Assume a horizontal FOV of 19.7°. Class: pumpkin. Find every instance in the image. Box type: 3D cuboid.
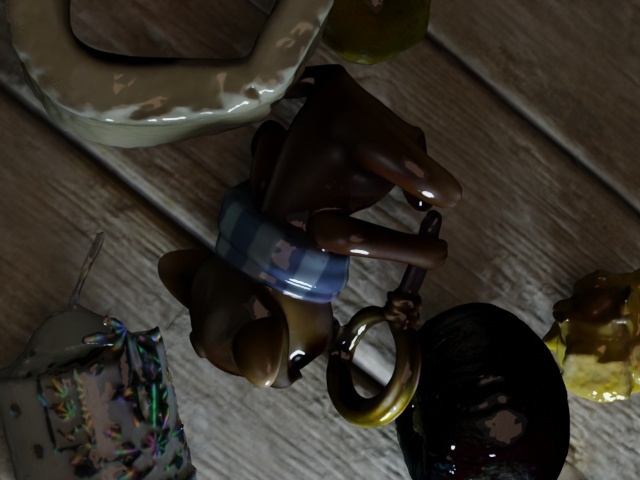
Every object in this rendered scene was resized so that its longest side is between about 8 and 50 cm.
[{"bbox_3d":[0.170,0.180,1.960,0.163,0.233,0.233,-4,95,-14],"label":"pumpkin"}]

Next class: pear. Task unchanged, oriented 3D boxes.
[{"bbox_3d":[0.058,-0.258,1.966,0.141,0.104,0.141,-1,93,-12],"label":"pear"}]

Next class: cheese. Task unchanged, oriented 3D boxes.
[{"bbox_3d":[-0.143,-0.244,1.851,0.332,0.153,0.292,2,83,-3],"label":"cheese"}]

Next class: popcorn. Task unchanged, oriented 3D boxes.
[{"bbox_3d":[0.324,0.105,2.043,0.152,0.148,0.167,45,66,-39],"label":"popcorn"}]

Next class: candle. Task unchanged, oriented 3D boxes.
[{"bbox_3d":[-0.233,0.163,1.868,0.187,0.187,0.330,-14,96,-15],"label":"candle"}]

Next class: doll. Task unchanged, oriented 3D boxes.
[{"bbox_3d":[0.002,0.000,1.922,0.340,0.318,0.209,-58,150,1],"label":"doll"}]
